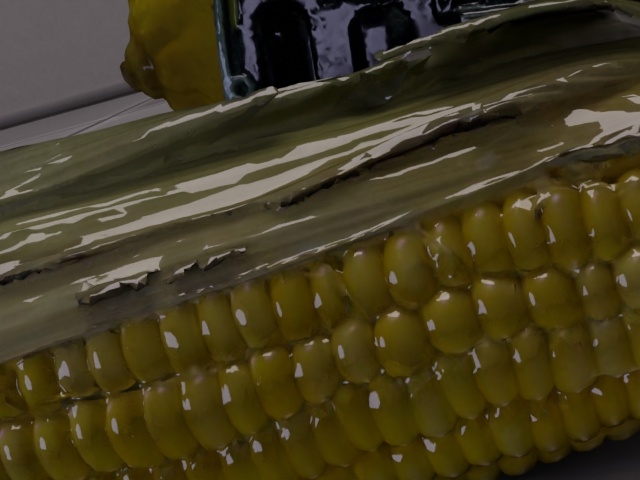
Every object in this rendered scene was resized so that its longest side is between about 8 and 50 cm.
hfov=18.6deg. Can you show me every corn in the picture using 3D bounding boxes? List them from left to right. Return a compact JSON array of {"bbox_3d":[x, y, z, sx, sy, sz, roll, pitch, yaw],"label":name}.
[{"bbox_3d":[-0.026,0.021,0.533,0.305,0.123,0.122,-14,7,8],"label":"corn"}]

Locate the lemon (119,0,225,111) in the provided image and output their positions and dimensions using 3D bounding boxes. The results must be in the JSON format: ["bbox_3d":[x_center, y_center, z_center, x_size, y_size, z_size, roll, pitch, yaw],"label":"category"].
[{"bbox_3d":[0.027,-0.170,1.186,0.322,0.268,0.268,-16,8,-23],"label":"lemon"}]

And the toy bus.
[{"bbox_3d":[0.094,-0.094,0.951,0.262,0.128,0.150,-4,11,23],"label":"toy bus"}]
